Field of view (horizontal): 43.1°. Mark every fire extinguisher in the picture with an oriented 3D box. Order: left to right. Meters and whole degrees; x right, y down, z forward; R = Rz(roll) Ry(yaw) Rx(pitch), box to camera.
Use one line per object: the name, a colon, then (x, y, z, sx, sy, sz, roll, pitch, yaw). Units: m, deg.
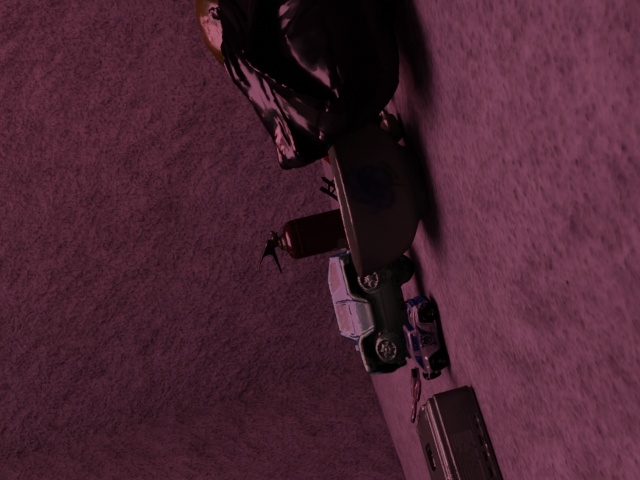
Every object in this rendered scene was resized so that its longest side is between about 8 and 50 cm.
fire extinguisher: (0.000, 0.000, 2.022, 0.102, 0.344, 0.138, -111, 7, -74)

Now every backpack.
backpack: (-0.027, -0.339, 1.257, 0.363, 0.255, 0.446, 129, 128, -58)

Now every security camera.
security camera: (0.123, -0.222, 1.486, 0.058, 0.058, 0.092, 113, 132, -86)

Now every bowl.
bowl: (0.105, -0.088, 1.435, 0.289, 0.146, 0.289, 166, 90, -90)

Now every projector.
projector: (0.248, 0.390, 1.505, 0.257, 0.099, 0.192, 82, 174, -68)

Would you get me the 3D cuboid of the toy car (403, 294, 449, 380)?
toy car: (0.208, 0.197, 1.626, 0.080, 0.070, 0.171, -119, 15, -78)

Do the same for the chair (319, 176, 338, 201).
chair: (0.114, -0.102, 1.869, 0.229, 0.113, 0.106, 34, -162, -11)

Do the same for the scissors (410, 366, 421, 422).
scissors: (0.190, 0.294, 1.620, 0.176, 0.022, 0.085, -71, -11, -73)

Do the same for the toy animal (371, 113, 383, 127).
toy animal: (0.097, -0.204, 1.691, 0.233, 0.084, 0.148, 86, 169, -58)

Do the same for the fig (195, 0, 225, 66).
fig: (-0.079, -0.470, 1.672, 0.343, 0.343, 0.343, 166, 90, -88)

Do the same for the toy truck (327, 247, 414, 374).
toy truck: (0.122, 0.142, 1.740, 0.155, 0.156, 0.279, -14, -89, -55)

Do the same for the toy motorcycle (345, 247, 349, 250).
toy motorcycle: (0.146, 0.123, 2.268, 0.315, 0.113, 0.169, 67, 170, -10)

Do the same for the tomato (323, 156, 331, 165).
tomato: (0.020, -0.309, 2.263, 0.233, 0.139, 0.200, 40, 176, 14)

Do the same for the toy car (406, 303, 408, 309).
toy car: (0.176, 0.208, 1.990, 0.191, 0.100, 0.097, 23, -136, -49)
